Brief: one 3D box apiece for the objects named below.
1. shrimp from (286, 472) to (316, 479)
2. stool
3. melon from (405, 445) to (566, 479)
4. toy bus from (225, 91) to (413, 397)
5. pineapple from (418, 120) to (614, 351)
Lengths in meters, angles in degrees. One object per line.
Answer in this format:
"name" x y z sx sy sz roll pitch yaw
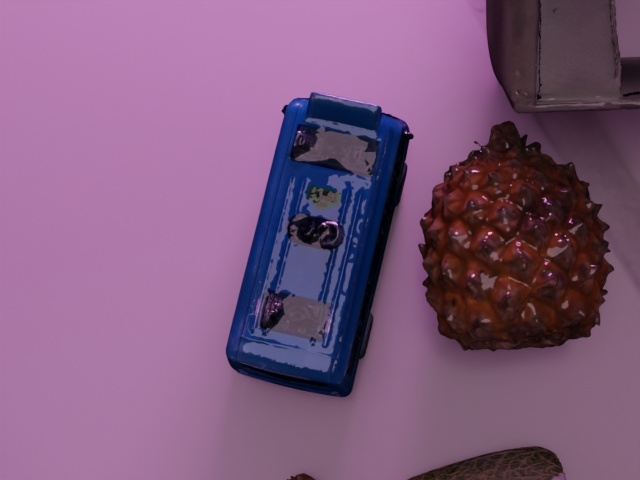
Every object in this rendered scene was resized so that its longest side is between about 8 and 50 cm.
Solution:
"shrimp" 0.038 0.241 1.052 0.162 0.095 0.045 40 70 9
"stool" 0.274 -0.241 1.047 0.270 0.170 0.243 -2 109 3
"melon" 0.149 0.224 1.064 0.202 0.093 0.139 14 49 34
"toy bus" 0.000 0.000 1.081 0.113 0.134 0.246 13 81 6
"pineapple" 0.159 -0.006 1.064 0.166 0.166 0.193 -3 79 3
